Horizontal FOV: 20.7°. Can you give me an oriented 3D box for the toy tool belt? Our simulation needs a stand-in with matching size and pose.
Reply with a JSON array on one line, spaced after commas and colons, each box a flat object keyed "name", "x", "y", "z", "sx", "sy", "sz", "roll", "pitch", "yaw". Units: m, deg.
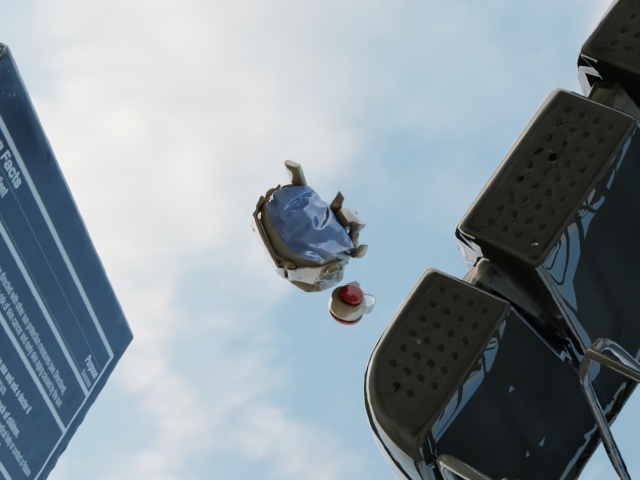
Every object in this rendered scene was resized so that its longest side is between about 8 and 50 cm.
[{"name": "toy tool belt", "x": 0.000, "y": 0.000, "z": 0.924, "sx": 0.083, "sy": 0.052, "sz": 0.051, "roll": 49, "pitch": -42, "yaw": 27}]

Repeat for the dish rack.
[{"name": "dish rack", "x": 0.152, "y": 0.018, "z": 0.341, "sx": 0.271, "sy": 0.074, "sz": 0.208, "roll": 27, "pitch": -103, "yaw": 37}]

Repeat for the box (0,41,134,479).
[{"name": "box", "x": -0.263, "y": 0.069, "z": 0.871, "sx": 0.182, "sy": 0.296, "sz": 0.294, "roll": 22, "pitch": -115, "yaw": 18}]
